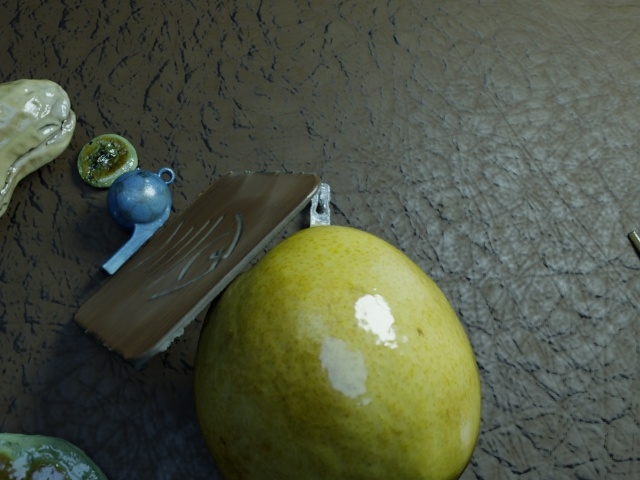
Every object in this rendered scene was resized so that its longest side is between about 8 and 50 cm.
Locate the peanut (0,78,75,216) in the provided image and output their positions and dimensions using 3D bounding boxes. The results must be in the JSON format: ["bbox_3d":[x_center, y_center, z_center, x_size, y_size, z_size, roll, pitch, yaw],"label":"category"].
[{"bbox_3d":[-0.436,-0.099,1.033,0.130,0.130,0.290,34,70,13],"label":"peanut"}]

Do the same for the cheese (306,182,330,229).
[{"bbox_3d":[0.000,0.001,1.049,0.086,0.036,0.163,1,67,-2],"label":"cheese"}]

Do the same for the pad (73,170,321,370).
[{"bbox_3d":[-0.151,0.016,0.936,0.286,0.284,0.018,-47,114,-18],"label":"pad"}]

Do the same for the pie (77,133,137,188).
[{"bbox_3d":[-0.291,-0.109,1.097,0.084,0.021,0.084,1,66,-2],"label":"pie"}]

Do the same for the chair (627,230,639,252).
[{"bbox_3d":[0.487,0.057,1.009,0.095,0.104,0.222,-2,63,-21],"label":"chair"}]

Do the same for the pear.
[{"bbox_3d":[0.014,0.150,0.846,0.314,0.314,0.315,1,66,-1],"label":"pear"}]

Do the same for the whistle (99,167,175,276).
[{"bbox_3d":[-0.244,-0.036,1.033,0.090,0.090,0.158,39,72,14],"label":"whistle"}]

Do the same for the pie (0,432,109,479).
[{"bbox_3d":[-0.341,0.324,0.892,0.240,0.054,0.241,0,69,-1],"label":"pie"}]
